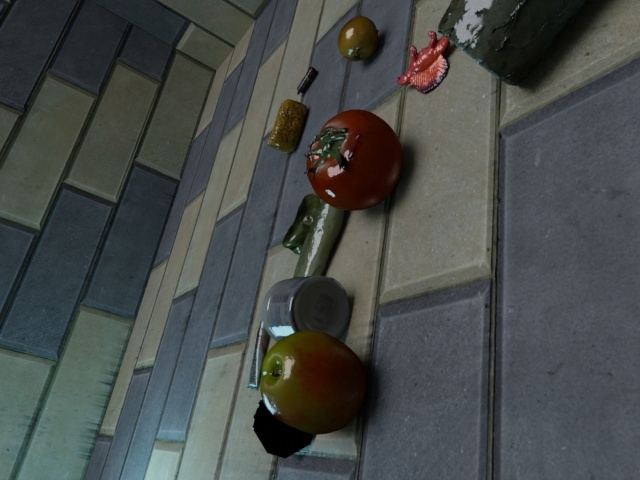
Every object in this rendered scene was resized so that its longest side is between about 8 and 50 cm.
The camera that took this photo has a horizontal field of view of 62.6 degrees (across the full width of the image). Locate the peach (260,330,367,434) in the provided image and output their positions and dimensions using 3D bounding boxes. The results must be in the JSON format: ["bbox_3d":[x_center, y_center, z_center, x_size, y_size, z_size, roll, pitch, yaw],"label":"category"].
[{"bbox_3d":[-0.016,0.306,1.134,0.231,0.231,0.230,-41,36,40],"label":"peach"}]

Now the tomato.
[{"bbox_3d":[0.085,-0.200,1.343,0.256,0.225,0.255,-35,42,39],"label":"tomato"}]

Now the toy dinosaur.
[{"bbox_3d":[0.305,-0.471,1.359,0.286,0.070,0.138,-30,54,44],"label":"toy dinosaur"}]

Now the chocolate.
[{"bbox_3d":[-0.085,0.422,1.289,0.156,0.156,0.133,-64,3,4],"label":"chocolate"}]

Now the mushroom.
[{"bbox_3d":[0.000,0.000,1.501,0.100,0.081,0.311,19,90,66],"label":"mushroom"}]

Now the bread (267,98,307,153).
[{"bbox_3d":[-0.126,-0.446,2.043,0.083,0.114,0.210,142,144,-69],"label":"bread"}]

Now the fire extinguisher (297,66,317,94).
[{"bbox_3d":[-0.060,-0.647,2.163,0.132,0.039,0.056,-52,21,26],"label":"fire extinguisher"}]

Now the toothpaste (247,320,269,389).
[{"bbox_3d":[-0.188,0.348,1.604,0.056,0.036,0.205,-16,59,54],"label":"toothpaste"}]

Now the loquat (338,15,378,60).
[{"bbox_3d":[0.126,-0.661,1.733,0.141,0.141,0.141,-41,36,40],"label":"loquat"}]

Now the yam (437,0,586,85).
[{"bbox_3d":[0.402,-0.495,1.016,0.348,0.241,0.241,-57,28,22],"label":"yam"}]

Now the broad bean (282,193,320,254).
[{"bbox_3d":[-0.055,-0.049,1.659,0.153,0.072,0.206,-29,33,46],"label":"broad bean"}]

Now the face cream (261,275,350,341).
[{"bbox_3d":[-0.036,0.177,1.311,0.153,0.177,0.177,-13,58,55],"label":"face cream"}]
